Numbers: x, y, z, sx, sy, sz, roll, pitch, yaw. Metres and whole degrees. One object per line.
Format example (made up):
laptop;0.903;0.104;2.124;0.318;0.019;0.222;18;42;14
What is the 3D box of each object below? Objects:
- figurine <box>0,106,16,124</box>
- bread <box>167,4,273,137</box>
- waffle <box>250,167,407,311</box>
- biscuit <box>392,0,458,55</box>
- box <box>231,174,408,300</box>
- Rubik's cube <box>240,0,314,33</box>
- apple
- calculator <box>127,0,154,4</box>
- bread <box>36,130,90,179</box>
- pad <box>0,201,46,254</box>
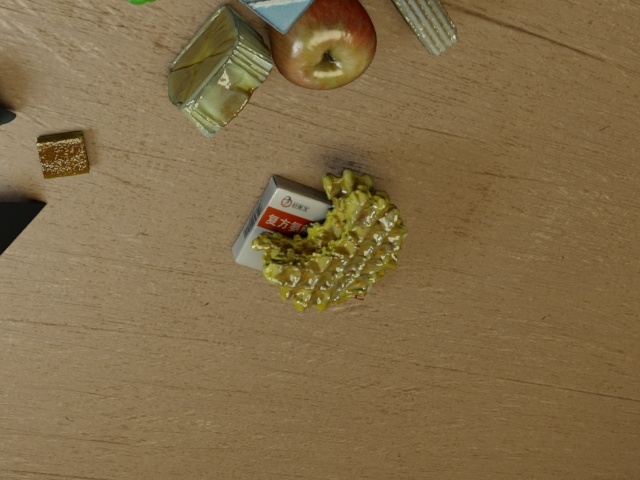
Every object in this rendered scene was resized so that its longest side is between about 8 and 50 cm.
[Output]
figurine;-0.706;-0.253;1.644;0.265;0.193;0.140;10;124;-8
bread;-0.190;-0.318;1.725;0.110;0.192;0.210;30;112;-34
waffle;0.031;0.003;1.975;0.324;0.151;0.261;-40;131;18
biscuit;0.122;-0.532;1.693;0.078;0.144;0.426;-35;126;11
box;0.000;0.000;2.095;0.353;0.069;0.214;18;118;-28
Rubik's cube;-0.091;-0.526;1.595;0.205;0.207;0.205;32;112;-33
apple;0.000;-0.390;1.750;0.209;0.164;0.209;-7;138;-6
calculator;-0.322;-0.536;1.629;0.146;0.032;0.235;-5;124;-12
bread;-0.521;-0.172;1.836;0.094;0.035;0.090;-9;127;-10
pad;-0.688;0.004;1.868;0.245;0.006;0.170;-44;165;17
